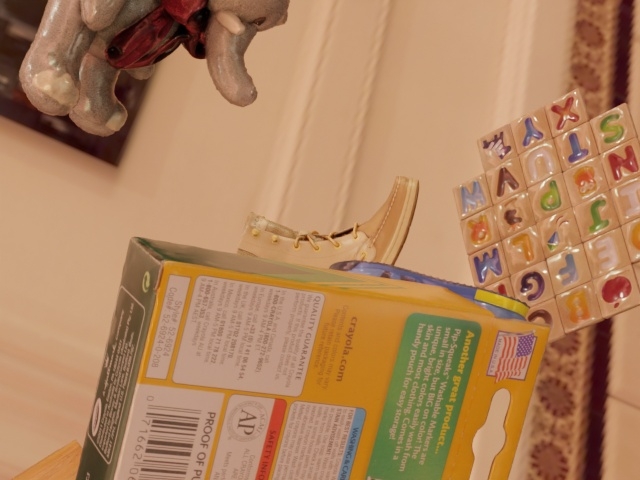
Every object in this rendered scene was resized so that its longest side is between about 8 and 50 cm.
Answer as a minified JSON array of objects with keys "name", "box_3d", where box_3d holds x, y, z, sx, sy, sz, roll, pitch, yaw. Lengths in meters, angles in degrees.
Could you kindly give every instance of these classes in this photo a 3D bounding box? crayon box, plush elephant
[{"name":"crayon box","box_3d":[-0.003,0.126,0.967,0.083,0.323,0.203,30,107,62]},{"name":"plush elephant","box_3d":[-0.149,-0.256,1.439,0.272,0.255,0.330,76,-154,-81]}]

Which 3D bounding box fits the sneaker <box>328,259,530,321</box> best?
[{"name":"sneaker","box_3d":[0.097,0.075,1.261,0.069,0.209,0.082,41,-114,-69]}]

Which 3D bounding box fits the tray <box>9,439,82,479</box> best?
[{"name":"tray","box_3d":[-0.394,0.353,1.248,0.411,0.076,0.203,-31,-15,-20]}]

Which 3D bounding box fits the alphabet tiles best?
[{"name":"alphabet tiles","box_3d":[0.323,-0.033,1.781,0.285,0.011,0.342,-26,58,28]}]

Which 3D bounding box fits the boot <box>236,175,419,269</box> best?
[{"name":"boot","box_3d":[0.000,0.000,1.720,0.262,0.203,0.095,-64,-2,18]}]
